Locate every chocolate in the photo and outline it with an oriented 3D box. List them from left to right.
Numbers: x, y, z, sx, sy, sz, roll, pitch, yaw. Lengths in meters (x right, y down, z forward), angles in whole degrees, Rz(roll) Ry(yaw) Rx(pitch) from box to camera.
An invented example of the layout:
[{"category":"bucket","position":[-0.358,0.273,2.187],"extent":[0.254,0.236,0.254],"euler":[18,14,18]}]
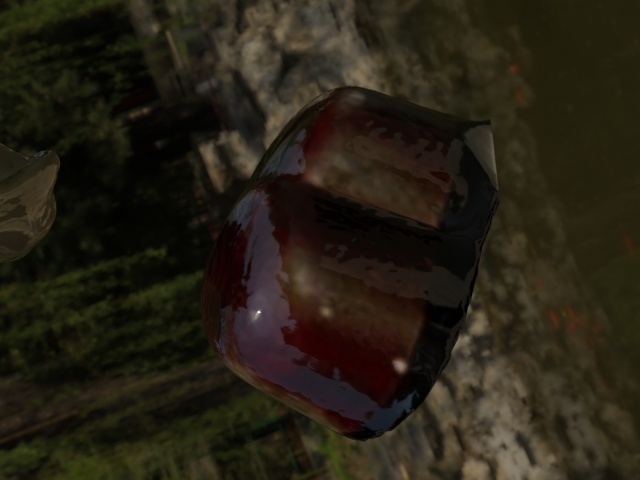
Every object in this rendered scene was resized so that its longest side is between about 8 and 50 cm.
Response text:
[{"category":"chocolate","position":[0.000,0.000,0.442],"extent":[0.125,0.080,0.148],"euler":[-33,32,54]}]

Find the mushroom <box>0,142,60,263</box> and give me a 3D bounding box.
[{"category":"mushroom","position":[-0.306,-0.044,0.560],"extent":[0.397,0.177,0.126],"euler":[4,-80,-60]}]
